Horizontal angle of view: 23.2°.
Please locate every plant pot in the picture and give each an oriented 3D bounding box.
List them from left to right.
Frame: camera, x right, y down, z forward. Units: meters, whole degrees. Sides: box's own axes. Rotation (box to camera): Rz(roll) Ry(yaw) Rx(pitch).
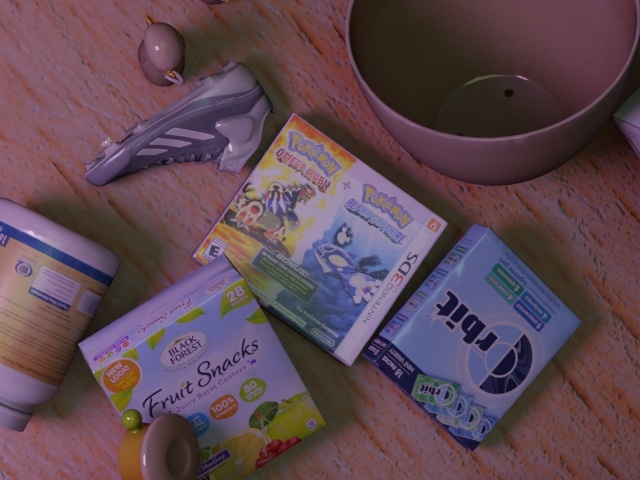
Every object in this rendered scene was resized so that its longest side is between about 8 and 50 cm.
[{"bbox_3d":[0.176,-0.166,1.576,0.284,0.191,0.284,-4,59,6],"label":"plant pot"}]

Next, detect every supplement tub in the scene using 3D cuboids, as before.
[{"bbox_3d":[-0.303,0.073,1.545,0.144,0.144,0.200,27,84,-6],"label":"supplement tub"}]

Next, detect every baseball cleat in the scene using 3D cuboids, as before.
[{"bbox_3d":[-0.139,-0.096,1.611,0.206,0.072,0.109,-35,100,-4],"label":"baseball cleat"}]

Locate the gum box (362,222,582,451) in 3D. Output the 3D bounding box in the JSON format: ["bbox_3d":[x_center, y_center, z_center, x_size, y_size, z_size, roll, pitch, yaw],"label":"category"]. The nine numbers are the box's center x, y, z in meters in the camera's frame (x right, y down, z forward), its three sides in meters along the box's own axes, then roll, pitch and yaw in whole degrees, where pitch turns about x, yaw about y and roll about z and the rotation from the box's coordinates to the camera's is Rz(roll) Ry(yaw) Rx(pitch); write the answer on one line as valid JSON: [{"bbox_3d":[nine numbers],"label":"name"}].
[{"bbox_3d":[0.161,0.102,1.642,0.157,0.041,0.184,43,83,-20],"label":"gum box"}]

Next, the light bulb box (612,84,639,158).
[{"bbox_3d":[0.547,-0.105,1.559,0.361,0.225,0.358,-45,125,-7],"label":"light bulb box"}]

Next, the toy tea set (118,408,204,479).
[{"bbox_3d":[-0.165,0.333,1.522,0.124,0.200,0.336,-6,122,32],"label":"toy tea set"}]

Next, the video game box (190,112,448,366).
[{"bbox_3d":[0.000,0.000,1.639,0.205,0.048,0.187,35,82,-6],"label":"video game box"}]

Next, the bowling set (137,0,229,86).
[{"bbox_3d":[-0.137,-0.316,1.575,0.199,0.154,0.287,-26,92,-7],"label":"bowling set"}]

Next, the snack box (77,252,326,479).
[{"bbox_3d":[-0.116,0.145,1.564,0.174,0.070,0.207,-33,120,-7],"label":"snack box"}]
